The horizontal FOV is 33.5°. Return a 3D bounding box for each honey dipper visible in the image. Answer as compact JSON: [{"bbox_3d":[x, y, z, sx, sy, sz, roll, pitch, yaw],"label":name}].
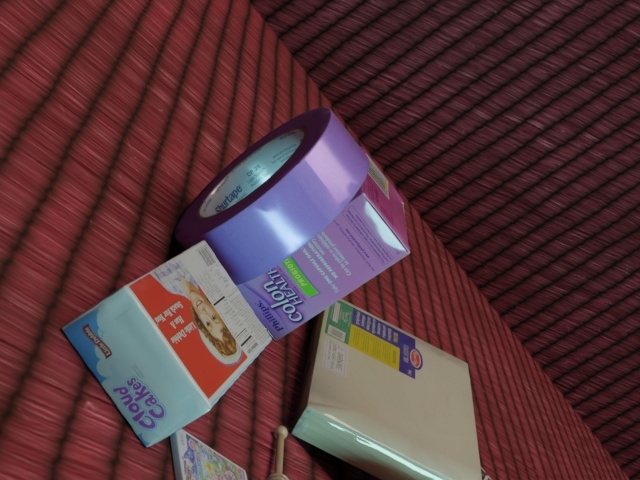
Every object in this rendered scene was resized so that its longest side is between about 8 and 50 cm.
[{"bbox_3d":[-0.051,0.267,1.279,0.030,0.030,0.161,51,13,-17],"label":"honey dipper"}]

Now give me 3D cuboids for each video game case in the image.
[{"bbox_3d":[-0.114,0.257,1.131,0.122,0.011,0.087,43,19,-38],"label":"video game case"}]

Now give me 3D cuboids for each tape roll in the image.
[{"bbox_3d":[-0.068,-0.061,1.454,0.090,0.275,0.275,50,15,-18],"label":"tape roll"}]

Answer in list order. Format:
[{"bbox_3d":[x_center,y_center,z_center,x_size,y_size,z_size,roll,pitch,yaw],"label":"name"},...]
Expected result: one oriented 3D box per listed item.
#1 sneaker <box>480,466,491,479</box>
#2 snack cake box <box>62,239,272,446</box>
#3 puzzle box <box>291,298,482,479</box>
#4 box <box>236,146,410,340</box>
[{"bbox_3d":[0.196,0.347,1.739,0.281,0.106,0.162,52,12,-11],"label":"sneaker"},{"bbox_3d":[-0.158,0.104,1.176,0.152,0.089,0.264,57,15,-2],"label":"snack cake box"},{"bbox_3d":[0.105,0.231,1.590,0.272,0.052,0.409,27,19,-4],"label":"puzzle box"},{"bbox_3d":[0.000,0.000,1.596,0.117,0.243,0.213,50,16,-17],"label":"box"}]
